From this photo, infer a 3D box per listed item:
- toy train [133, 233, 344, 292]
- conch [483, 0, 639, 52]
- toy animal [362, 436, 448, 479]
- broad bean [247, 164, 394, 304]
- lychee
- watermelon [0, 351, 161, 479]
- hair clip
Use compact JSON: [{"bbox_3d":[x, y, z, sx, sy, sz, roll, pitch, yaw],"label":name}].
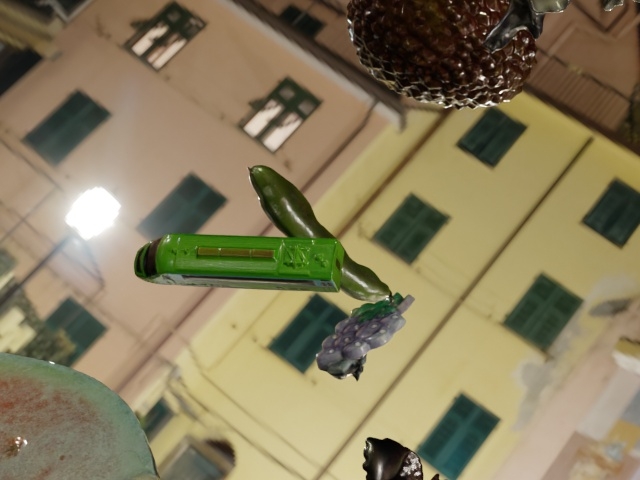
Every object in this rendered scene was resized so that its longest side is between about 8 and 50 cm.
[{"bbox_3d":[-0.085,0.018,1.007,0.209,0.044,0.042,2,-23,13],"label":"toy train"},{"bbox_3d":[0.285,-0.320,1.102,0.240,0.313,0.186,55,-10,45],"label":"conch"},{"bbox_3d":[0.113,0.343,1.294,0.218,0.116,0.179,58,-6,22],"label":"toy animal"},{"bbox_3d":[-0.001,0.003,1.259,0.046,0.065,0.254,-27,-62,38],"label":"broad bean"},{"bbox_3d":[0.162,-0.286,1.397,0.271,0.236,0.236,45,-20,13],"label":"lychee"},{"bbox_3d":[-0.255,0.197,0.695,0.188,0.322,0.175,-111,-168,-54],"label":"watermelon"},{"bbox_3d":[0.071,0.136,1.542,0.124,0.195,0.052,-8,-62,34],"label":"hair clip"}]
